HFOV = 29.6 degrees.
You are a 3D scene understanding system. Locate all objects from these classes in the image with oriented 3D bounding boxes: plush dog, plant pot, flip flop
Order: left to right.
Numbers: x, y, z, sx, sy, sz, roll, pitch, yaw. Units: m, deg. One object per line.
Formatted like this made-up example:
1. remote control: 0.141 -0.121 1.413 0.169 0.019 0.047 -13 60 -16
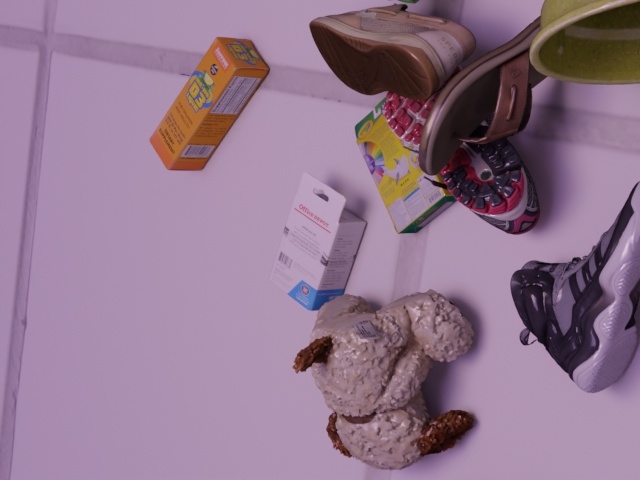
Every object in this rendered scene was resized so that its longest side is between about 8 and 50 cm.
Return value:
1. plush dog: 0.075 0.205 1.624 0.262 0.211 0.225 -7 109 45
2. flip flop: 0.227 -0.172 1.430 0.277 0.112 0.080 -37 63 -8
3. plant pot: 0.346 -0.327 1.274 0.276 0.276 0.253 -16 73 45

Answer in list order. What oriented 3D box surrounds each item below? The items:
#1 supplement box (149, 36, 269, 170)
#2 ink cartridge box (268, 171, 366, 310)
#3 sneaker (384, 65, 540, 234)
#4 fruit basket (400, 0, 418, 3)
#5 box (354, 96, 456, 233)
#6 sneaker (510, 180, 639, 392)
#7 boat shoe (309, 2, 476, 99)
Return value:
1. supplement box: -0.180 -0.216 1.940 0.233 0.080 0.078 -51 59 31
2. ink cartridge box: 0.000 0.000 1.768 0.104 0.060 0.180 35 115 40
3. sneaker: 0.178 -0.120 1.557 0.121 0.112 0.299 -35 50 11
4. fruit basket: 0.126 -0.430 1.460 0.353 0.327 0.165 -12 55 39
5. box: 0.115 -0.110 1.663 0.105 0.043 0.179 -40 65 39
6. sneaker: 0.310 0.033 1.419 0.153 0.101 0.268 30 114 39
7. boat shoe: 0.090 -0.257 1.591 0.302 0.098 0.109 25 148 58
